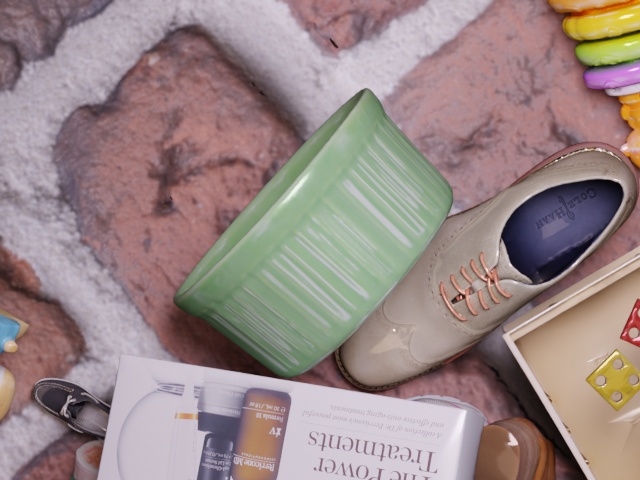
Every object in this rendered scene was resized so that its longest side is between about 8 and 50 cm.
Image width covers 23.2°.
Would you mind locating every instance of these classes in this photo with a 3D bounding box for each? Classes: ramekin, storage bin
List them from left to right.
[{"bbox_3d":[0.000,0.000,1.637,0.148,0.303,0.303,42,92,-6],"label":"ramekin"},{"bbox_3d":[0.373,0.147,1.702,0.260,0.123,0.262,-31,89,3],"label":"storage bin"}]

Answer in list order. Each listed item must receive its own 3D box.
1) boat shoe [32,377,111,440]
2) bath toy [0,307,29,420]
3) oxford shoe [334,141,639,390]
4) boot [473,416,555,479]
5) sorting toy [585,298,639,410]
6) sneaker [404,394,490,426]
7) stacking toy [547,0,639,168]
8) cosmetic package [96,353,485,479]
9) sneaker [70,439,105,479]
[{"bbox_3d":[-0.272,0.194,1.772,0.125,0.038,0.046,30,91,2],"label":"boat shoe"},{"bbox_3d":[-0.440,0.233,1.739,0.129,0.151,0.348,27,95,40],"label":"bath toy"},{"bbox_3d":[0.169,0.030,1.688,0.397,0.146,0.140,-41,90,11],"label":"oxford shoe"},{"bbox_3d":[0.169,0.323,1.667,0.109,0.220,0.283,16,87,21],"label":"boot"},{"bbox_3d":[0.413,0.161,1.617,0.274,0.046,0.132,21,91,1],"label":"sorting toy"},{"bbox_3d":[0.065,0.230,1.721,0.252,0.111,0.103,-7,90,2],"label":"sneaker"},{"bbox_3d":[0.335,-0.221,1.701,0.175,0.166,0.302,-17,102,-11],"label":"stacking toy"},{"bbox_3d":[-0.045,0.283,1.574,0.377,0.097,0.284,7,84,19],"label":"cosmetic package"},{"bbox_3d":[-0.134,0.314,1.740,0.302,0.108,0.121,14,112,2],"label":"sneaker"}]
